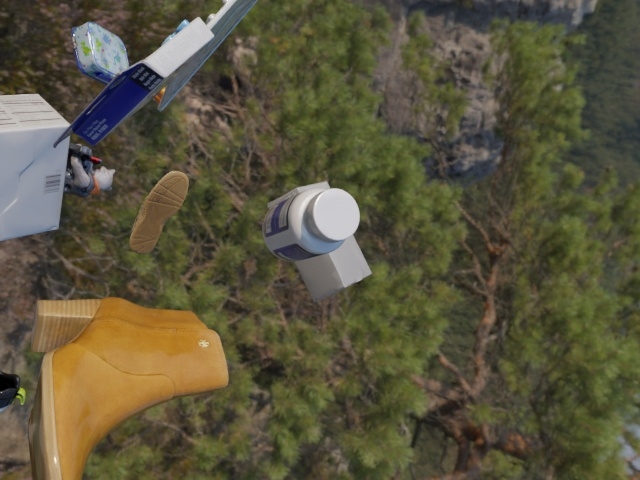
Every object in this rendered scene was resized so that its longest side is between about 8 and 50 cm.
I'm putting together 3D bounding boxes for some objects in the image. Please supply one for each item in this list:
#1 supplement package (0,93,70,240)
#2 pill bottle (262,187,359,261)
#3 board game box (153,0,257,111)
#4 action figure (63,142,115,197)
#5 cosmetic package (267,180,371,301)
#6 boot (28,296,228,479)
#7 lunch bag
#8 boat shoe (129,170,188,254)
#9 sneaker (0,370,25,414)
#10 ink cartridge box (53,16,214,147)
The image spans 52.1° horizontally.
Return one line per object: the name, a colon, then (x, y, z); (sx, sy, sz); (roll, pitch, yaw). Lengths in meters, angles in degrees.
supplement package: (-0.652, -0.148, 1.346); (0.204, 0.145, 0.262); (-18, 139, -46)
pill bottle: (-0.015, -0.028, 1.106); (0.186, 0.112, 0.112); (-16, -133, 62)
board game box: (-0.213, -0.468, 1.372); (0.390, 0.050, 0.390); (-53, -167, -13)
action figure: (-0.780, -0.187, 1.936); (0.341, 0.330, 0.179); (175, -84, -71)
cosmetic package: (0.000, 0.000, 1.425); (0.127, 0.107, 0.238); (-16, 82, -56)
boot: (-0.198, 0.158, 0.712); (0.211, 0.295, 0.104); (8, 119, -27)
lunch bag: (-0.735, -0.617, 2.197); (0.219, 0.090, 0.176); (7, 69, -74)
boat shoe: (-0.298, -0.058, 1.189); (0.063, 0.059, 0.170); (29, 101, -30)
sneaker: (-0.502, 0.156, 0.879); (0.097, 0.084, 0.235); (-38, 120, 10)
ink cartridge box: (-0.291, -0.235, 1.030); (0.045, 0.223, 0.224); (49, 42, -16)
